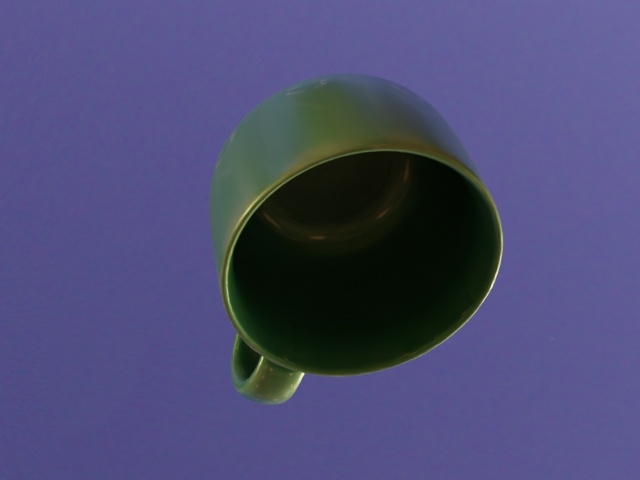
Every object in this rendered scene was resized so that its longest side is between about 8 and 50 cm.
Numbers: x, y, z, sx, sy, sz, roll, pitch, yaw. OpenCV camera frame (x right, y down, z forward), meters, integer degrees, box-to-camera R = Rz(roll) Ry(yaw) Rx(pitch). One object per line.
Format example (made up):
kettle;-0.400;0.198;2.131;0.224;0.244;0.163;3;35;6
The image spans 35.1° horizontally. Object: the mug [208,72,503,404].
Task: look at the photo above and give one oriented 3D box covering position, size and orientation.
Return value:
mug;0.000;-0.008;0.490;0.157;0.097;0.129;-28;-54;9
